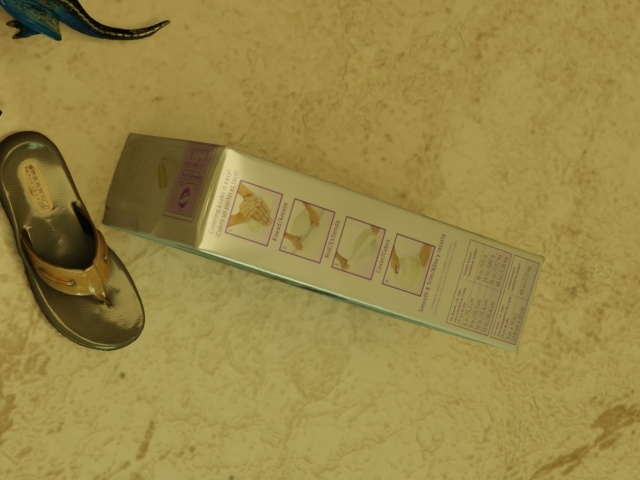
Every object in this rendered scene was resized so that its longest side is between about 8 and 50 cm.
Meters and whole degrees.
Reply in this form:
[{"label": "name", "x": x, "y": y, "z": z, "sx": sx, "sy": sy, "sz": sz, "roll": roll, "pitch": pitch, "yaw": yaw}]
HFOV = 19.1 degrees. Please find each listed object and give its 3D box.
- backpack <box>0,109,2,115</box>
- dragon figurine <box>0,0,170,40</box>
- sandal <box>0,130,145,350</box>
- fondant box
[{"label": "backpack", "x": -0.349, "y": -0.107, "z": 1.625, "sx": 0.114, "sy": 0.084, "sz": 0.105, "roll": 33, "pitch": 80, "yaw": -29}, {"label": "dragon figurine", "x": -0.248, "y": -0.224, "z": 1.629, "sx": 0.289, "sy": 0.144, "sz": 0.085, "roll": 30, "pitch": 82, "yaw": -25}, {"label": "sandal", "x": -0.224, "y": 0.004, "z": 1.709, "sx": 0.090, "sy": 0.060, "sz": 0.219, "roll": -26, "pitch": 105, "yaw": -21}, {"label": "fondant box", "x": 0.000, "y": 0.000, "z": 1.717, "sx": 0.330, "sy": 0.238, "sz": 0.096, "roll": 17, "pitch": 88, "yaw": -26}]
